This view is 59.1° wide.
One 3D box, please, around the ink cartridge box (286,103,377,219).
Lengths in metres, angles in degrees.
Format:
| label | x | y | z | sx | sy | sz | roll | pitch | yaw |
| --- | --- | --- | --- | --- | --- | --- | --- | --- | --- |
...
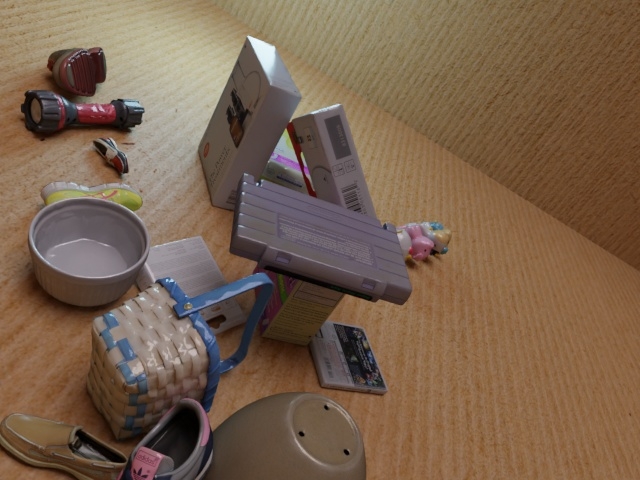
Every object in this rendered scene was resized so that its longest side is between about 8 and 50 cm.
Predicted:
| label | x | y | z | sx | sy | sz | roll | pitch | yaw |
| --- | --- | --- | --- | --- | --- | --- | --- | --- | --- |
| ink cartridge box | -0.011 | -0.170 | 1.462 | 0.091 | 0.308 | 0.385 | -24 | 13 | -20 |

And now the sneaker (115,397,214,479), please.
| label | x | y | z | sx | sy | sz | roll | pitch | yaw |
| --- | --- | --- | --- | --- | --- | --- | --- | --- | --- |
| sneaker | -0.247 | 0.344 | 0.741 | 0.112 | 0.131 | 0.319 | 16 | 37 | 11 |

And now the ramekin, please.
| label | x | y | z | sx | sy | sz | roll | pitch | yaw |
| --- | --- | --- | --- | --- | --- | --- | --- | --- | --- |
| ramekin | -0.432 | 0.027 | 1.054 | 0.207 | 0.109 | 0.207 | 15 | 41 | -14 |

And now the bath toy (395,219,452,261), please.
| label | x | y | z | sx | sy | sz | roll | pitch | yaw |
| --- | --- | --- | --- | --- | --- | --- | --- | --- | --- |
| bath toy | 0.309 | 0.013 | 1.826 | 0.151 | 0.129 | 0.348 | -1 | 6 | 36 |

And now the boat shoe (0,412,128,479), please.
| label | x | y | z | sx | sy | sz | roll | pitch | yaw |
| --- | --- | --- | --- | --- | --- | --- | --- | --- | --- |
| boat shoe | -0.362 | 0.287 | 0.807 | 0.190 | 0.072 | 0.068 | 27 | 30 | -12 |

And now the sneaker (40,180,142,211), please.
| label | x | y | z | sx | sy | sz | roll | pitch | yaw |
| --- | --- | --- | --- | --- | --- | --- | --- | --- | --- |
| sneaker | -0.483 | -0.068 | 1.214 | 0.208 | 0.081 | 0.094 | -3 | 53 | -38 |

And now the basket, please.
| label | x | y | z | sx | sy | sz | roll | pitch | yaw |
| --- | --- | --- | --- | --- | --- | --- | --- | --- | --- |
| basket | -0.222 | 0.175 | 0.929 | 0.289 | 0.254 | 0.201 | -12 | 50 | -38 |

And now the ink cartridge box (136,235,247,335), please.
| label | x | y | z | sx | sy | sz | roll | pitch | yaw |
| --- | --- | --- | --- | --- | --- | --- | --- | --- | --- |
| ink cartridge box | -0.279 | 0.107 | 1.195 | 0.181 | 0.056 | 0.224 | -17 | 75 | -54 |

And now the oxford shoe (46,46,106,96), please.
| label | x | y | z | sx | sy | sz | roll | pitch | yaw |
| --- | --- | --- | --- | --- | --- | --- | --- | --- | --- |
| oxford shoe | -0.680 | -0.458 | 1.535 | 0.130 | 0.123 | 0.348 | -2 | 21 | -7 |

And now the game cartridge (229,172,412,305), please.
| label | x | y | z | sx | sy | sz | roll | pitch | yaw |
| --- | --- | --- | --- | --- | --- | --- | --- | --- | --- |
| game cartridge | 0.000 | 0.000 | 1.112 | 0.355 | 0.068 | 0.230 | 18 | 38 | -16 |

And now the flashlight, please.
| label | x | y | z | sx | sy | sz | roll | pitch | yaw |
| --- | --- | --- | --- | --- | --- | --- | --- | --- | --- |
| flashlight | -0.595 | -0.330 | 1.450 | 0.103 | 0.103 | 0.304 | 45 | 32 | 21 |

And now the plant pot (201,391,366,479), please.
| label | x | y | z | sx | sy | sz | roll | pitch | yaw |
| --- | --- | --- | --- | --- | --- | --- | --- | --- | --- |
| plant pot | -0.035 | 0.356 | 0.909 | 0.284 | 0.191 | 0.284 | 25 | 30 | -16 |

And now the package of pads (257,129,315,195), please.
| label | x | y | z | sx | sy | sz | roll | pitch | yaw |
| --- | --- | --- | --- | --- | --- | --- | --- | --- | --- |
| package of pads | -0.116 | -0.252 | 1.807 | 0.229 | 0.101 | 0.296 | 21 | 31 | -24 |

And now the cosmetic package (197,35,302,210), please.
| label | x | y | z | sx | sy | sz | roll | pitch | yaw |
| --- | --- | --- | --- | --- | --- | --- | --- | --- | --- |
| cosmetic package | -0.206 | -0.312 | 1.526 | 0.097 | 0.377 | 0.284 | 13 | 35 | -30 |

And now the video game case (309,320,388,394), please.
| label | x | y | z | sx | sy | sz | roll | pitch | yaw |
| --- | --- | --- | --- | --- | --- | --- | --- | --- | --- |
| video game case | 0.055 | 0.264 | 1.302 | 0.173 | 0.022 | 0.190 | 15 | 34 | -29 |

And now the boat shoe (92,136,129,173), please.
| label | x | y | z | sx | sy | sz | roll | pitch | yaw |
| --- | --- | --- | --- | --- | --- | --- | --- | --- | --- |
| boat shoe | -0.519 | -0.211 | 1.406 | 0.043 | 0.049 | 0.137 | -10 | 49 | -46 |

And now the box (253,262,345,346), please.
| label | x | y | z | sx | sy | sz | roll | pitch | yaw |
| --- | --- | --- | --- | --- | --- | --- | --- | --- | --- |
| box | -0.042 | 0.072 | 1.263 | 0.117 | 0.243 | 0.213 | 18 | 34 | -26 |
